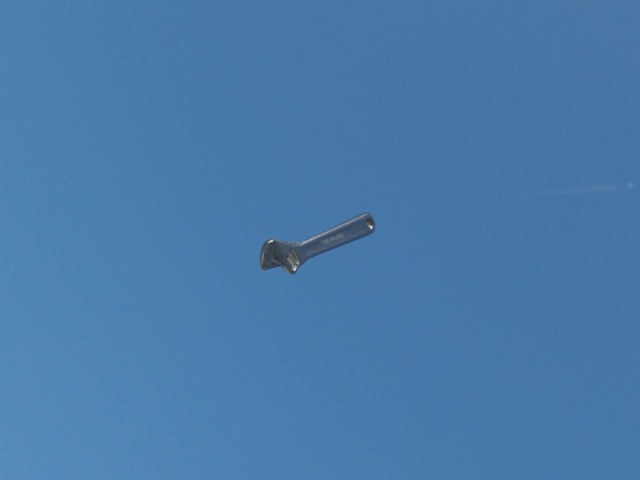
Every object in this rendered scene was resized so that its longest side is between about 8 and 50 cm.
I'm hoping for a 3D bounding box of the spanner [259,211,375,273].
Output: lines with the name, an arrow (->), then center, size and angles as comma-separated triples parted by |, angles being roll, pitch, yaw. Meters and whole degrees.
spanner -> 0.000, 0.000, 1.239 | 0.012, 0.208, 0.046 | -11, -82, 42
